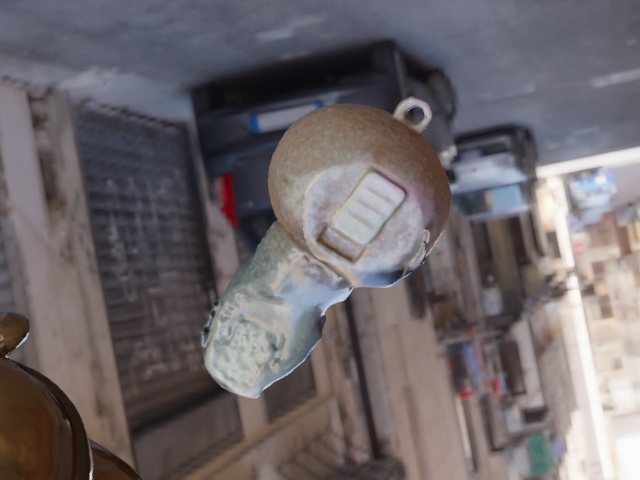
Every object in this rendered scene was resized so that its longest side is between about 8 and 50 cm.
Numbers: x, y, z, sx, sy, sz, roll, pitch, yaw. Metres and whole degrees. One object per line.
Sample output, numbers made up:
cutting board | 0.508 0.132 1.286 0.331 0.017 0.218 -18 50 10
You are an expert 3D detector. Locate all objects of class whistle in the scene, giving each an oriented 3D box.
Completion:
whistle | 0.000 0.000 1.328 0.347 0.189 0.189 -54 163 17

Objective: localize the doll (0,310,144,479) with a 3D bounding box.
doll | -0.187 0.146 0.724 0.235 0.174 0.330 12 155 6
